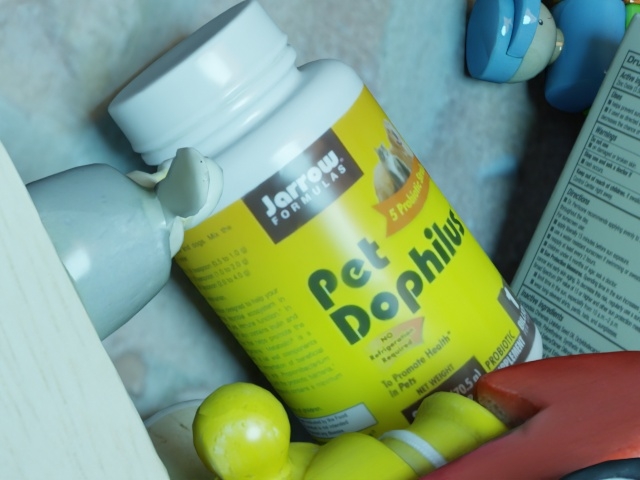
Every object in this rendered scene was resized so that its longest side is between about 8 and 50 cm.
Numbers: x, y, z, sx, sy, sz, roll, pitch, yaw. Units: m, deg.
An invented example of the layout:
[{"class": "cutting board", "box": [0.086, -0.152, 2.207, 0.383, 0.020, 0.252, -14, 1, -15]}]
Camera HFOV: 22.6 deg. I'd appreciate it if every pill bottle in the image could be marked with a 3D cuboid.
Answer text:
[{"class": "pill bottle", "box": [0.000, 0.000, 0.735, 0.117, 0.117, 0.215, -46, 107, -32]}]

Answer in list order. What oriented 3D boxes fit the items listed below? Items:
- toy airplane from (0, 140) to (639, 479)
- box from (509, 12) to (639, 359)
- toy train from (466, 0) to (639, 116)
[{"class": "toy airplane", "box": [-0.051, 0.161, 0.614, 0.384, 0.272, 0.386, 18, 107, -20]}, {"class": "box", "box": [0.190, 0.027, 0.787, 0.127, 0.148, 0.232, 19, 100, -30]}, {"class": "toy train", "box": [0.159, -0.188, 0.901, 0.143, 0.105, 0.248, 10, 75, -19]}]
